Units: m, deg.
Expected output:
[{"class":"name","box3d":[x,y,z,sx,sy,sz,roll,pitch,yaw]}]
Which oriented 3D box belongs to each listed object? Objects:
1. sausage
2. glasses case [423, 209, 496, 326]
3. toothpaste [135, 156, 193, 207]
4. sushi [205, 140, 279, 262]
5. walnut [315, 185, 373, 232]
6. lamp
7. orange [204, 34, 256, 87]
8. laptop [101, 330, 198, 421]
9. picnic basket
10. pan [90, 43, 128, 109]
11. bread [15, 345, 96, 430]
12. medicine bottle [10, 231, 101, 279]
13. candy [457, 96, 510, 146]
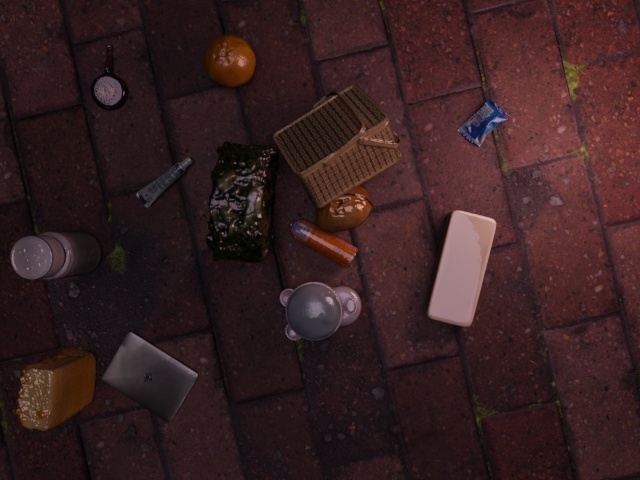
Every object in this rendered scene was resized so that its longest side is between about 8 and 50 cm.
[{"class":"sausage","box3d":[0.000,0.000,1.554,0.234,0.071,0.071,29,91,2]},{"class":"glasses case","box3d":[0.421,0.084,1.529,0.143,0.076,0.337,15,91,4]},{"class":"toothpaste","box3d":[-0.490,-0.191,1.597,0.216,0.037,0.062,-39,88,6]},{"class":"sushi","box3d":[-0.224,-0.109,1.457,0.177,0.294,0.353,5,89,-1]},{"class":"walnut","box3d":[0.070,-0.100,1.520,0.179,0.144,0.144,-9,90,11]},{"class":"lamp","box3d":[0.003,0.212,1.536,0.245,0.108,0.180,-9,94,3]},{"class":"orange","box3d":[-0.277,-0.548,1.536,0.158,0.136,0.159,0,90,6]},{"class":"laptop","box3d":[-0.544,0.435,1.609,0.268,0.015,0.188,31,92,3]},{"class":"picnic basket","box3d":[0.048,-0.282,1.454,0.312,0.175,0.228,-31,48,2]},{"class":"pan","box3d":[-0.672,-0.523,1.604,0.114,0.040,0.212,0,91,-2]},{"class":"bread","box3d":[-0.775,0.432,1.492,0.114,0.275,0.185,5,90,0]},{"class":"medicine bottle","box3d":[-0.778,0.043,1.500,0.143,0.258,0.144,0,90,4]},{"class":"candy","box3d":[0.499,-0.359,1.546,0.088,0.038,0.136,45,101,5]}]
